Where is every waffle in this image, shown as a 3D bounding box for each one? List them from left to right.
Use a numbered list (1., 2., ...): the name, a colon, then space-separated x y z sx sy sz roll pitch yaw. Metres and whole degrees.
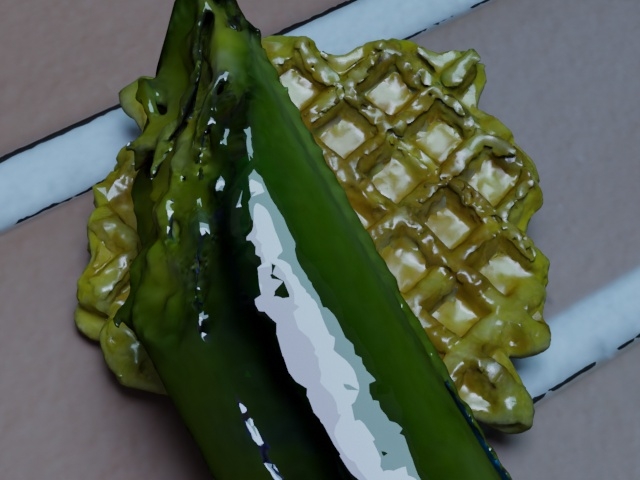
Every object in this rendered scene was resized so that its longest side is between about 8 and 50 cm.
1. waffle: 0.000 0.000 0.958 0.238 0.059 0.243 6 59 -10

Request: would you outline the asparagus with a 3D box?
1. asparagus: -0.008 0.059 0.846 0.128 0.108 0.382 -28 79 -5
